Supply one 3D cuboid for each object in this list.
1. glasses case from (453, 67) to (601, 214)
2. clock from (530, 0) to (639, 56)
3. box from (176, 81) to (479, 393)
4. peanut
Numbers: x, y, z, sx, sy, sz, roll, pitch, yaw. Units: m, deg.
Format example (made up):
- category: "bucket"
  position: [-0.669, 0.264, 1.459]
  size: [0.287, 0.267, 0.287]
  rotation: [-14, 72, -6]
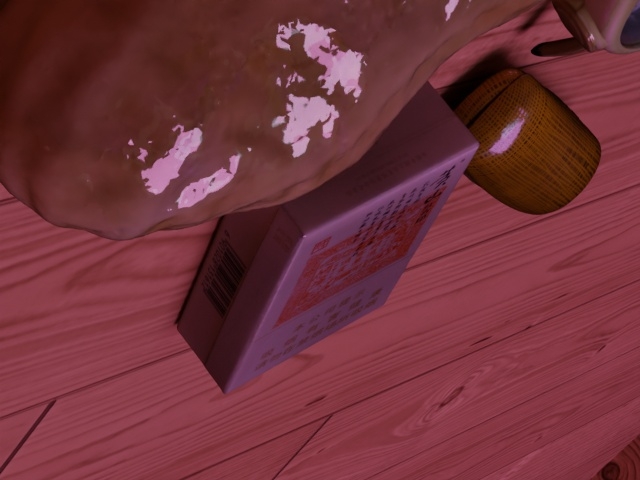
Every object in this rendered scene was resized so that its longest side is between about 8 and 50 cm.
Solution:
- category: "glasses case"
  position: [0.135, -0.061, 1.309]
  size: [0.079, 0.064, 0.234]
  rotation: [-47, 162, 8]
- category: "clock"
  position: [0.198, -0.173, 1.129]
  size: [0.170, 0.069, 0.232]
  rotation: [-29, 163, -28]
- category: "box"
  position: [0.000, 0.000, 1.201]
  size: [0.141, 0.058, 0.201]
  rotation: [-27, 160, -31]
- category: "peanut"
  position: [-0.002, -0.104, 0.792]
  size: [0.319, 0.147, 0.147]
  rotation: [-35, 164, -26]
